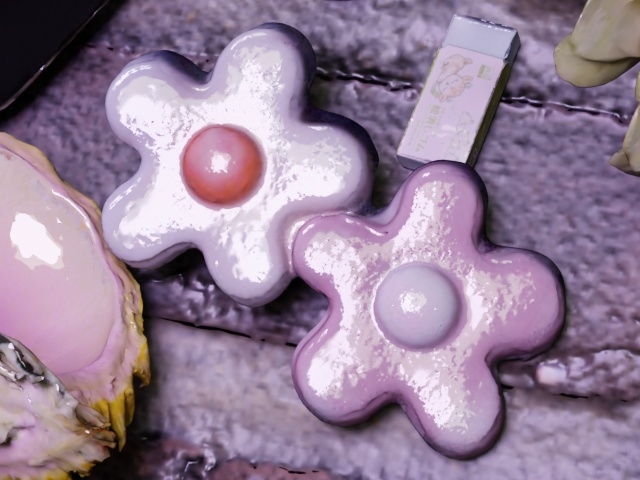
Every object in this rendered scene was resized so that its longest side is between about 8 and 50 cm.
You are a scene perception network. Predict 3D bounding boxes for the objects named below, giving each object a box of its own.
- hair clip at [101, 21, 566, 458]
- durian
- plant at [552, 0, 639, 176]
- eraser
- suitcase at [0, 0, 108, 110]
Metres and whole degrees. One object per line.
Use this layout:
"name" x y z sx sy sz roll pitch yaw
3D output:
"hair clip" 0.000 -0.002 0.954 0.257 0.075 0.146 38 77 19
"durian" -0.228 0.022 0.950 0.305 0.185 0.195 42 117 1
"plant" 0.204 -0.143 0.923 0.306 0.297 0.261 -21 87 -41
"eraser" 0.070 -0.072 0.988 0.038 0.019 0.083 17 73 21
"suitcase" -0.154 -0.284 1.034 0.283 0.194 0.434 39 83 24
